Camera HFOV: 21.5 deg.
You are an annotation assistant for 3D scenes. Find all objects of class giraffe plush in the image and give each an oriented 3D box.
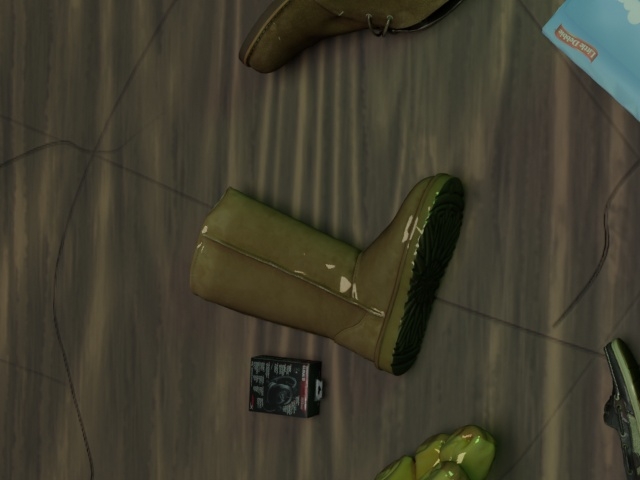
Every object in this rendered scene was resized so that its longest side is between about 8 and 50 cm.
[{"bbox_3d":[0.131,0.319,1.726,0.170,0.210,0.181,49,146,-7],"label":"giraffe plush"}]

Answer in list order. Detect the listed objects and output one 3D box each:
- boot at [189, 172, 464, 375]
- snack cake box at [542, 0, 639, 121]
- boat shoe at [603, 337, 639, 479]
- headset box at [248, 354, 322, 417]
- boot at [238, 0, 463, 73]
[{"bbox_3d":[0.000,0.000,1.819,0.270,0.089,0.236,23,101,26],"label":"boot"},{"bbox_3d":[0.352,-0.143,1.597,0.264,0.152,0.089,45,110,19],"label":"snack cake box"},{"bbox_3d":[0.306,0.175,1.682,0.049,0.056,0.152,-19,83,21],"label":"boat shoe"},{"bbox_3d":[-0.036,0.162,1.871,0.083,0.032,0.062,3,93,26],"label":"headset box"},{"bbox_3d":[0.046,-0.251,1.783,0.305,0.112,0.115,-34,87,22],"label":"boot"}]
